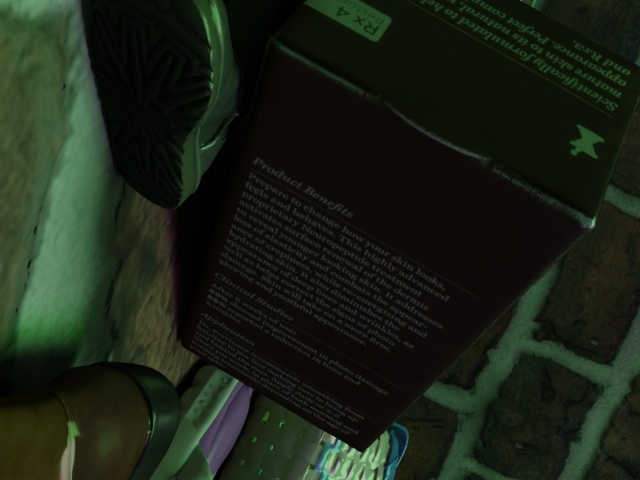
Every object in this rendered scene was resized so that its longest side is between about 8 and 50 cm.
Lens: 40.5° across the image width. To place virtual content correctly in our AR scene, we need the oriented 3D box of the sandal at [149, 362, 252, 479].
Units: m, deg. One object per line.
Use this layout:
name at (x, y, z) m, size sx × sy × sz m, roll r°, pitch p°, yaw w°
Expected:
sandal at (-0.120, 0.263, 0.743) m, size 0.169 × 0.102 × 0.416 m, roll 98°, pitch 12°, yaw -51°

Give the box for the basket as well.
basket at (0.001, 0.323, 1.154) m, size 0.289 × 0.201 × 0.254 m, roll 43°, pitch 69°, yaw -44°

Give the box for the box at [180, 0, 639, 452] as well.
box at (0.033, -0.005, 0.616) m, size 0.143 × 0.191 × 0.381 m, roll -58°, pitch 178°, yaw -33°

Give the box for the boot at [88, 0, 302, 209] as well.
boot at (-0.038, -0.135, 0.493) m, size 0.208 × 0.076 × 0.189 m, roll -51°, pitch 176°, yaw -29°

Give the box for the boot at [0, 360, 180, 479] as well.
boot at (-0.191, 0.183, 0.423) m, size 0.264 × 0.096 × 0.280 m, roll -58°, pitch 164°, yaw 5°
